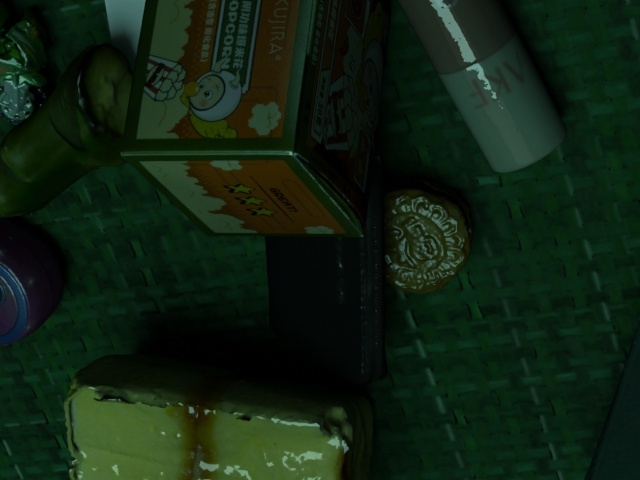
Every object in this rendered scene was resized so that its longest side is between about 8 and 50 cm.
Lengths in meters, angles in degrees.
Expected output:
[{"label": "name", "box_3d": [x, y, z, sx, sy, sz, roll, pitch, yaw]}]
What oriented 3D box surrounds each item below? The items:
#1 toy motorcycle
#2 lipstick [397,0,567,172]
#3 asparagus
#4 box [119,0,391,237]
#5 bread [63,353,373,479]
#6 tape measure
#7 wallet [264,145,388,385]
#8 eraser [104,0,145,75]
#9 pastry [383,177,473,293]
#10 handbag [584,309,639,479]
[{"label": "toy motorcycle", "box_3d": [-0.302, -0.176, 1.492, 0.190, 0.074, 0.106, 35, 125, -12]}, {"label": "lipstick", "box_3d": [0.104, -0.175, 1.349, 0.070, 0.070, 0.254, -20, 112, 29]}, {"label": "asparagus", "box_3d": [-0.226, -0.077, 1.475, 0.085, 0.082, 0.343, 13, 157, -23]}, {"label": "box", "box_3d": [-0.039, -0.120, 1.320, 0.148, 0.194, 0.177, 2, 160, 19]}, {"label": "bread", "box_3d": [-0.098, 0.235, 1.542, 0.264, 0.198, 0.236, 9, 89, 14]}, {"label": "tape measure", "box_3d": [-0.302, 0.034, 1.624, 0.125, 0.074, 0.118, 47, 130, -7]}, {"label": "wallet", "box_3d": [0.000, 0.000, 1.479, 0.149, 0.044, 0.250, 31, 134, 40]}, {"label": "eraser", "box_3d": [-0.130, -0.236, 1.388, 0.076, 0.078, 0.298, 4, 122, 18]}, {"label": "pastry", "box_3d": [0.081, -0.005, 1.476, 0.109, 0.057, 0.097, -36, 99, 31]}, {"label": "handbag", "box_3d": [0.362, 0.135, 1.444, 0.239, 0.089, 0.326, 17, 124, 8]}]
